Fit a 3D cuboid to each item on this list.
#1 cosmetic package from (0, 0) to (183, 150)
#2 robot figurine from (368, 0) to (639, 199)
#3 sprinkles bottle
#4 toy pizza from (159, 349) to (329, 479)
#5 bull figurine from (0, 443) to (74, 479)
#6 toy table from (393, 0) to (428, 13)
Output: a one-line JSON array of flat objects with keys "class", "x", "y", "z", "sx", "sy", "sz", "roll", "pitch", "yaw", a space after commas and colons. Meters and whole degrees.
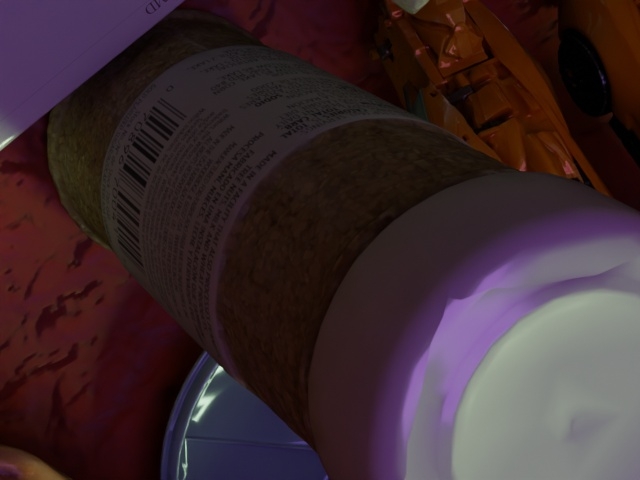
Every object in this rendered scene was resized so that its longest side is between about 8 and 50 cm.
[{"class": "cosmetic package", "x": -0.160, "y": -0.081, "z": 0.683, "sx": 0.239, "sy": 0.060, "sz": 0.099, "roll": -41, "pitch": 120, "yaw": -7}, {"class": "robot figurine", "x": 0.152, "y": -0.012, "z": 0.743, "sx": 0.211, "sy": 0.291, "sz": 0.085, "roll": -24, "pitch": 158, "yaw": -16}, {"class": "sprinkles bottle", "x": 0.000, "y": 0.000, "z": 0.614, "sx": 0.121, "sy": 0.355, "sz": 0.121, "roll": -8, "pitch": 110, "yaw": -22}, {"class": "toy pizza", "x": 0.012, "y": 0.100, "z": 0.840, "sx": 0.201, "sy": 0.032, "sz": 0.201, "roll": -9, "pitch": 111, "yaw": -23}, {"class": "bull figurine", "x": -0.089, "y": 0.208, "z": 0.773, "sx": 0.188, "sy": 0.101, "sz": 0.310, "roll": -42, "pitch": 116, "yaw": 12}, {"class": "toy table", "x": 0.119, "y": -0.207, "z": 0.665, "sx": 0.274, "sy": 0.161, "sz": 0.252, "roll": -39, "pitch": 89, "yaw": -30}]
